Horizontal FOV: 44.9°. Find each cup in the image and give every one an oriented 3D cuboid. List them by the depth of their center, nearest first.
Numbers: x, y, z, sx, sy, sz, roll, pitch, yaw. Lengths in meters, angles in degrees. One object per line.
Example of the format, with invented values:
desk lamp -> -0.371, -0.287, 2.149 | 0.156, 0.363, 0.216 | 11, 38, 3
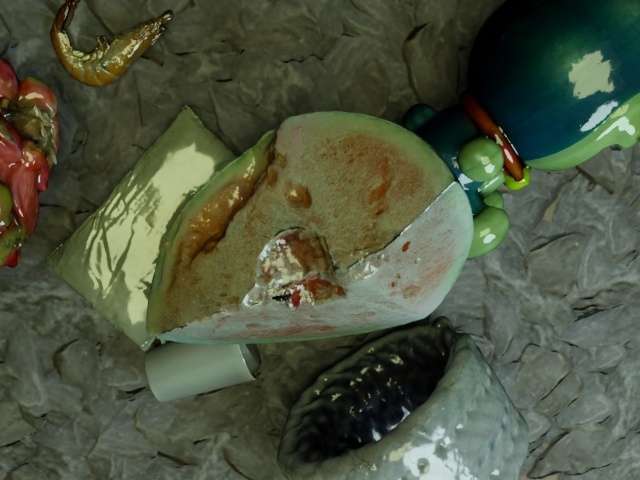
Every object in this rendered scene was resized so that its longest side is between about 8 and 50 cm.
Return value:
cup -> -0.133, 0.119, 0.858 | 0.116, 0.074, 0.104 | -18, 82, 4

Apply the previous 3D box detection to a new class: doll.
doll -> 0.211, -0.137, 0.757 | 0.322, 0.198, 0.186 | -40, 97, 13

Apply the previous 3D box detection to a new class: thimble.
thimble -> 0.091, 0.214, 0.831 | 0.245, 0.217, 0.157 | -38, 110, -12

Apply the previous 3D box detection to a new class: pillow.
pillow -> -0.164, -0.011, 0.823 | 0.148, 0.050, 0.230 | 42, 91, -17

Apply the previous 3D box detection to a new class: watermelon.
watermelon -> -0.001, -0.006, 0.768 | 0.321, 0.188, 0.175 | -15, 68, 20

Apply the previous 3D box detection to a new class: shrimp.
shrimp -> -0.210, -0.212, 0.780 | 0.127, 0.025, 0.091 | -27, 104, 4

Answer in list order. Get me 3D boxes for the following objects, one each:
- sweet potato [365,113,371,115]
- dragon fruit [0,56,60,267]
sweet potato -> 0.067, -0.080, 0.832 | 0.049, 0.049, 0.117 | -17, 98, -1
dragon fruit -> -0.366, -0.059, 0.704 | 0.263, 0.296, 0.314 | -28, 105, -34
